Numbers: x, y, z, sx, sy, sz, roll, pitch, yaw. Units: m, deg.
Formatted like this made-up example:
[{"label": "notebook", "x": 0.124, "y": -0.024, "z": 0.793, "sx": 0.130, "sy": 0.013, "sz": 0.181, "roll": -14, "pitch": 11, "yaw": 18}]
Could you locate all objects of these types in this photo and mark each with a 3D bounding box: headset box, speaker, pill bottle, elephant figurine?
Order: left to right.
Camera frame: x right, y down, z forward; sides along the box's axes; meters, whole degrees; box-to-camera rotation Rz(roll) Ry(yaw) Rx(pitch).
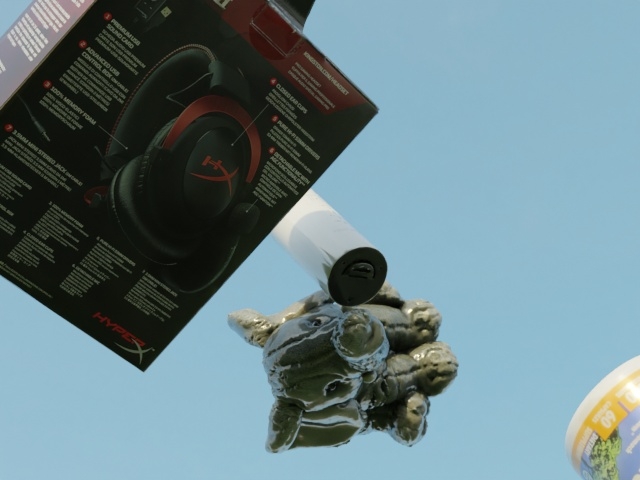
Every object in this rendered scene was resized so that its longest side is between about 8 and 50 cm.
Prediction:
[{"label": "headset box", "x": -0.118, "y": -0.087, "z": 0.890, "sx": 0.293, "sy": 0.110, "sz": 0.218, "roll": -48, "pitch": -56, "yaw": 3}, {"label": "elephant figurine", "x": -0.001, "y": 0.102, "z": 1.071, "sx": 0.169, "sy": 0.239, "sz": 0.186, "roll": 36, "pitch": -74, "yaw": 29}, {"label": "speaker", "x": 0.000, "y": 0.000, "z": 1.022, "sx": 0.055, "sy": 0.136, "sz": 0.055, "roll": -14, "pitch": -58, "yaw": -24}, {"label": "pill bottle", "x": 0.355, "y": 0.234, "z": 1.101, "sx": 0.152, "sy": 0.272, "sz": 0.152, "roll": -19, "pitch": -48, "yaw": -22}]
